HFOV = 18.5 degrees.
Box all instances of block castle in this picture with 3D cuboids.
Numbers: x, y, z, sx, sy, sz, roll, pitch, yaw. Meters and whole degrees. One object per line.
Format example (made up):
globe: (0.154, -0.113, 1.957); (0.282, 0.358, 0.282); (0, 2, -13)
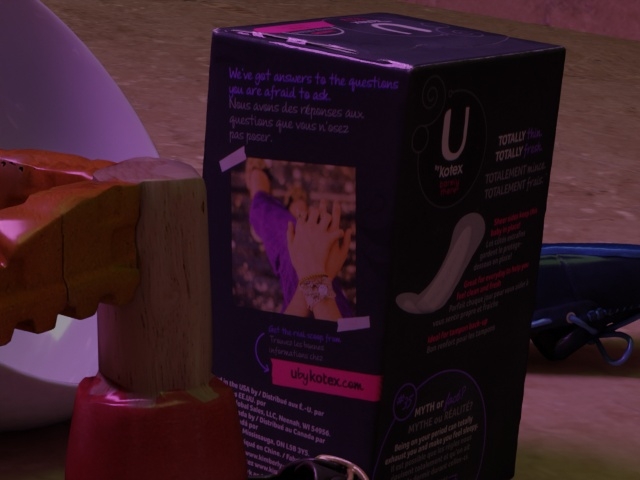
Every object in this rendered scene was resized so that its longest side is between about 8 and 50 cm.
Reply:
block castle: (-0.289, 0.068, 0.904); (0.453, 0.213, 0.303); (8, 15, 32)

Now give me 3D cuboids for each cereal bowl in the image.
cereal bowl: (-0.247, -0.023, 1.228); (0.141, 0.339, 0.339); (-35, -5, 27)

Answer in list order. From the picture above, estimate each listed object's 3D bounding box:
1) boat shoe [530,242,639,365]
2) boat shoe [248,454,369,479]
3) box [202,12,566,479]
boat shoe: (0.168, 0.047, 1.446); (0.258, 0.089, 0.109); (-2, 2, -7)
boat shoe: (-0.010, 0.147, 1.006); (0.228, 0.068, 0.081); (-1, 16, -23)
box: (0.029, 0.013, 1.141); (0.143, 0.270, 0.165); (16, 17, 34)
